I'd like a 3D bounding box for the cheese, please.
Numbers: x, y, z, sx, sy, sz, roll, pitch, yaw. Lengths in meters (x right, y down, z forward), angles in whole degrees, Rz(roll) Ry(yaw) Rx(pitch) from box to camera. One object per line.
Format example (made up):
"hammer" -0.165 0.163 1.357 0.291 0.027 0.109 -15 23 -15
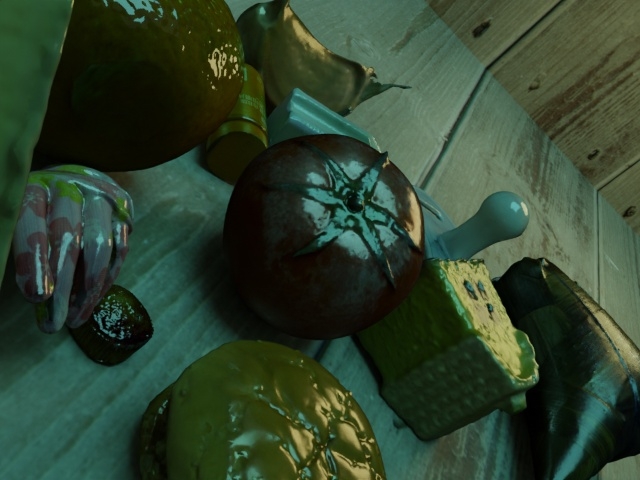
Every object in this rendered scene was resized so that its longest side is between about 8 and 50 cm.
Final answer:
"cheese" -0.336 -0.054 0.667 0.104 0.384 0.384 6 50 -44

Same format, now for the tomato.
"tomato" 0.000 0.000 1.062 0.265 0.265 0.265 34 32 -25

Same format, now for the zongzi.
"zongzi" 0.374 0.220 1.400 0.432 0.208 0.403 -11 58 -44

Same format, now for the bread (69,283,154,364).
"bread" -0.215 0.084 0.859 0.085 0.053 0.085 34 32 -25

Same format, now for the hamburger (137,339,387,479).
"hamburger" -0.039 0.242 0.809 0.318 0.158 0.319 36 31 -26

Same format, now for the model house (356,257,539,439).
"model house" 0.179 0.162 1.175 0.174 0.193 0.234 11 48 -49

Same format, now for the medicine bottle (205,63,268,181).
"medicine bottle" -0.130 -0.186 1.261 0.096 0.096 0.192 30 33 -30

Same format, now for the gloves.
"gloves" -0.259 -0.010 0.802 0.145 0.126 0.241 29 7 -21

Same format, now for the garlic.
"garlic" -0.019 -0.287 1.446 0.338 0.196 0.151 26 51 -39

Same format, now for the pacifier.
"pacifier" 0.269 0.002 1.445 0.244 0.233 0.299 23 39 -44

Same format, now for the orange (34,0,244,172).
"orange" -0.242 -0.193 0.912 0.334 0.262 0.196 33 36 -49

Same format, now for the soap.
"soap" 0.007 -0.127 1.341 0.230 0.145 0.091 29 43 -24
